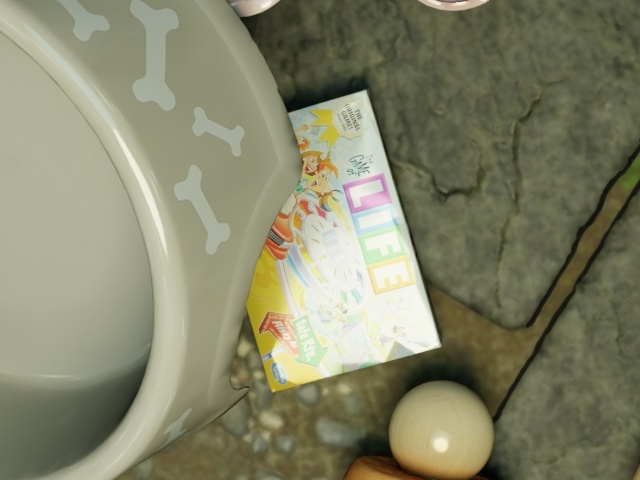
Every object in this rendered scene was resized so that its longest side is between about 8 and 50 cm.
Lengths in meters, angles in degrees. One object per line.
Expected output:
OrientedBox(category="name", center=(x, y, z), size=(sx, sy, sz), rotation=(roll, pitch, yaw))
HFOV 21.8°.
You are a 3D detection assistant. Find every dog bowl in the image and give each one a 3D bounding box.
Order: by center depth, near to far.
OrientedBox(category="dog bowl", center=(-0.183, -0.016, 0.839), size=(0.348, 0.102, 0.349), rotation=(11, 119, 21))

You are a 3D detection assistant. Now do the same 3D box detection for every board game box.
OrientedBox(category="board game box", center=(0.000, 0.000, 0.959), size=(0.103, 0.026, 0.154), rotation=(-16, 96, 8))

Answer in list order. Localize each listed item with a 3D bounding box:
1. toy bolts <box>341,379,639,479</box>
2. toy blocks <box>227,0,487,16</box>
OrientedBox(category="toy bolts", center=(0.131, 0.177, 0.895), size=(0.228, 0.218, 0.159), rotation=(13, 93, -14))
OrientedBox(category="toy blocks", center=(-0.058, -0.245, 0.815), size=(0.308, 0.260, 0.289), rotation=(-1, 98, 6))
